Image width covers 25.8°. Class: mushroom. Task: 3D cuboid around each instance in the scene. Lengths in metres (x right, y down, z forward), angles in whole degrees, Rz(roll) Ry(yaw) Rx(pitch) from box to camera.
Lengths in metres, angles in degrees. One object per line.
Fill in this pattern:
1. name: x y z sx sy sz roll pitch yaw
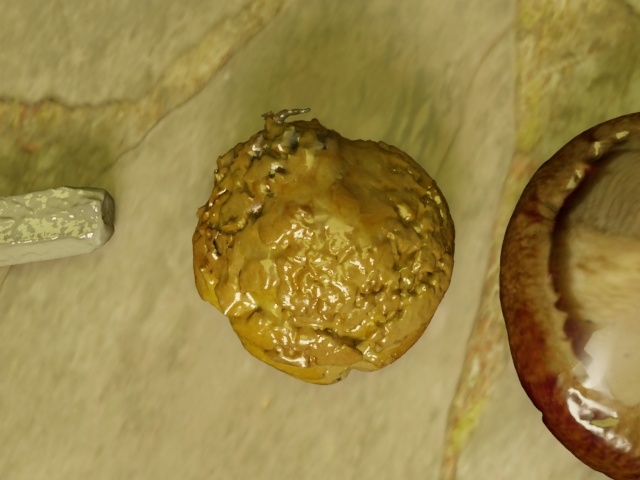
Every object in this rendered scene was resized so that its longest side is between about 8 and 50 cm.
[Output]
1. mushroom: 0.237 0.038 0.885 0.267 0.254 0.267 -10 72 31

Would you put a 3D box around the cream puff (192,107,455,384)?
1. cream puff: 0.000 0.000 0.945 0.189 0.129 0.189 0 79 2

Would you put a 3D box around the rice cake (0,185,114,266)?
1. rice cake: -0.275 -0.001 1.011 0.256 0.057 0.052 -8 95 4
